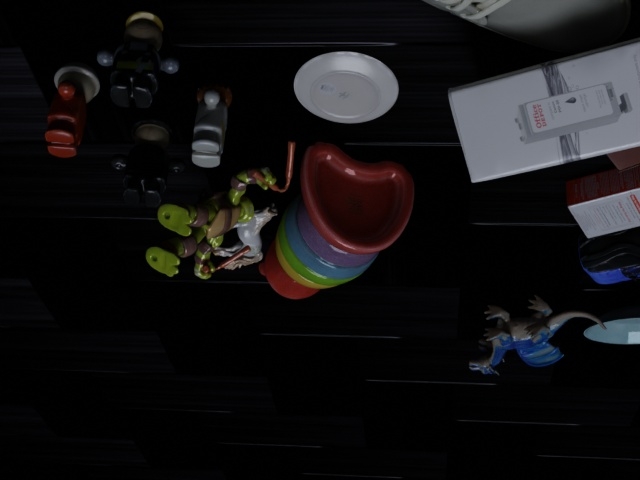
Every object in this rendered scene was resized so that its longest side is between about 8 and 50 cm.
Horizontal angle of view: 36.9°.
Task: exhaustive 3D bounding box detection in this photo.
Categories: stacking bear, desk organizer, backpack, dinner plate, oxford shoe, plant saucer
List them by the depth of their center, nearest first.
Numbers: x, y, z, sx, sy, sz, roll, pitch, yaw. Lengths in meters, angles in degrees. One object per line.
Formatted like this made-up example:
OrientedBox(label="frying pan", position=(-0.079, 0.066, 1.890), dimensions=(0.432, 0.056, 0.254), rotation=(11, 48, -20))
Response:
OrientedBox(label="oxford shoe", position=(0.155, -0.298, 1.017), dimensions=(0.449, 0.130, 0.169), rotation=(23, 139, -29))
OrientedBox(label="dinner plate", position=(0.034, -0.199, 1.285), dimensions=(0.141, 0.017, 0.141), rotation=(4, 146, 3))
OrientedBox(label="desk organizer", position=(0.449, -0.143, 1.287), dimensions=(0.130, 0.047, 0.050), rotation=(-21, 136, 34))
OrientedBox(label="stacking bear", position=(0.000, 0.000, 1.475), dimensions=(0.175, 0.164, 0.289), rotation=(14, 151, -19))
OrientedBox(label="backpack", position=(0.468, 0.022, 1.490), dimensions=(0.120, 0.098, 0.101), rotation=(-15, 145, 27))
OrientedBox(label="plant saucer", position=(0.565, 0.145, 1.698), dimensions=(0.195, 0.037, 0.195), rotation=(1, 160, 1))

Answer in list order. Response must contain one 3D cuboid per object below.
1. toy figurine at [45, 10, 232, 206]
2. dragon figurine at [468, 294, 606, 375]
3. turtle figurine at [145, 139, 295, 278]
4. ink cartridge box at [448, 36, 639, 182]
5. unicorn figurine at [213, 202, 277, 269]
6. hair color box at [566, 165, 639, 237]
OrientedBox(label="toy figurine", position=(-0.232, -0.171, 1.258), dimensions=(0.209, 0.148, 0.213), rotation=(-29, 132, 33))
OrientedBox(label="dragon figurine", position=(0.390, 0.173, 1.742), dimensions=(0.289, 0.085, 0.144), rotation=(-15, 142, 29))
OrientedBox(label="turtle figurine", position=(-0.152, -0.040, 1.393), dimensions=(0.087, 0.217, 0.269), rotation=(44, 121, 13))
OrientedBox(label="ink cartridge box", position=(0.318, -0.160, 1.128), dimensions=(0.283, 0.117, 0.207), rotation=(-12, -176, 24))
OrientedBox(label="unicorn figurine", position=(-0.122, -0.018, 1.548), dimensions=(0.111, 0.060, 0.162), rotation=(-4, 147, -2))
OrientedBox(label="hair color box", position=(0.455, -0.065, 1.400), dimensions=(0.167, 0.053, 0.093), rotation=(-14, 141, 29))
